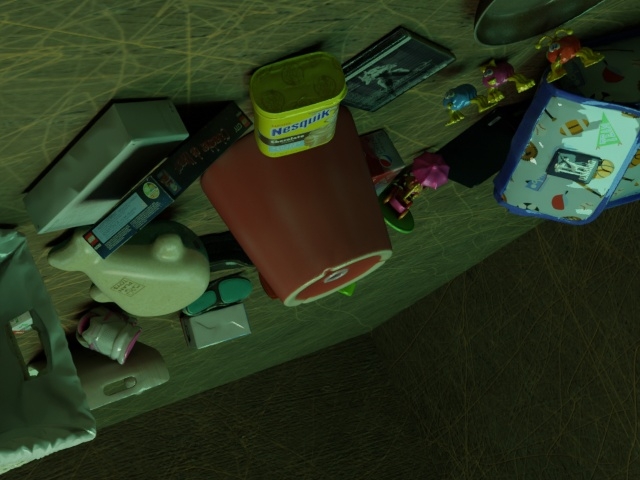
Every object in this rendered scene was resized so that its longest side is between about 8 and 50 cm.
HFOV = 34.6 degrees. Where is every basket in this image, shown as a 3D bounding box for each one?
[{"bbox_3d":[-0.527,0.174,1.336,0.266,0.328,0.331,-27,169,17],"label":"basket"}]

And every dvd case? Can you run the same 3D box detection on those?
[{"bbox_3d":[0.099,-0.252,1.551,0.164,0.018,0.221,-30,168,23],"label":"dvd case"}]

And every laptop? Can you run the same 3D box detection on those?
[{"bbox_3d":[0.381,-0.232,2.235,0.234,0.136,0.264,-36,-170,41],"label":"laptop"}]

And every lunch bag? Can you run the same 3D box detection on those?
[{"bbox_3d":[0.540,-0.214,1.994,0.385,0.239,0.328,-13,144,-26],"label":"lunch bag"}]

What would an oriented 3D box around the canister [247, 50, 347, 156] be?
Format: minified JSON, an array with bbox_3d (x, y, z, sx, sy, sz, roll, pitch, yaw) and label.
[{"bbox_3d":[-0.033,-0.182,1.416,0.126,0.073,0.170,-17,166,-7],"label":"canister"}]

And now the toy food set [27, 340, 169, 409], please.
[{"bbox_3d":[-0.489,0.294,2.242,0.219,0.093,0.306,-18,-166,-30],"label":"toy food set"}]

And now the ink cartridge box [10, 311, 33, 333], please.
[{"bbox_3d":[-0.554,0.151,1.886,0.115,0.029,0.063,-28,168,9],"label":"ink cartridge box"}]

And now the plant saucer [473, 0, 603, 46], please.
[{"bbox_3d":[0.347,-0.379,1.454,0.310,0.050,0.310,-25,167,-6],"label":"plant saucer"}]

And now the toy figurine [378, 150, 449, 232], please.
[{"bbox_3d":[0.205,-0.121,2.154,0.159,0.130,0.173,-43,-177,28],"label":"toy figurine"}]

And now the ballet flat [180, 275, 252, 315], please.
[{"bbox_3d":[-0.246,0.123,2.358,0.188,0.070,0.070,-14,164,-37],"label":"ballet flat"}]

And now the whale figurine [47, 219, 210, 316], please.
[{"bbox_3d":[-0.309,0.022,1.684,0.272,0.141,0.216,22,136,-40],"label":"whale figurine"}]

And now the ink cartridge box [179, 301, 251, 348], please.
[{"bbox_3d":[-0.257,0.202,2.460,0.134,0.078,0.231,-16,180,-15],"label":"ink cartridge box"}]

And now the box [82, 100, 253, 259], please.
[{"bbox_3d":[-0.198,-0.083,1.363,0.159,0.044,0.233,-36,-169,36],"label":"box"}]

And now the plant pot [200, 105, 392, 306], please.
[{"bbox_3d":[-0.022,-0.044,1.648,0.274,0.243,0.275,-24,167,-6],"label":"plant pot"}]

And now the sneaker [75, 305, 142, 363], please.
[{"bbox_3d":[-0.443,0.181,2.110,0.103,0.111,0.252,-63,-165,-12],"label":"sneaker"}]

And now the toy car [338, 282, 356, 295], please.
[{"bbox_3d":[0.000,0.000,1.874,0.148,0.155,0.188,24,175,-24],"label":"toy car"}]

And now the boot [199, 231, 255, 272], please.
[{"bbox_3d":[-0.210,0.037,2.043,0.197,0.077,0.137,5,154,-43],"label":"boot"}]

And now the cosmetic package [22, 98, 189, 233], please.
[{"bbox_3d":[-0.282,-0.095,1.330,0.239,0.060,0.099,-35,169,38],"label":"cosmetic package"}]

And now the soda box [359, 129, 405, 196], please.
[{"bbox_3d":[0.057,-0.106,1.927,0.092,0.084,0.263,-21,166,-26],"label":"soda box"}]

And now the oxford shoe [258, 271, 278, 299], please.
[{"bbox_3d":[-0.064,0.057,2.352,0.098,0.097,0.271,-26,169,-31],"label":"oxford shoe"}]

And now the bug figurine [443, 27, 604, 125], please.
[{"bbox_3d":[0.330,-0.280,1.693,0.279,0.072,0.216,-22,-175,31],"label":"bug figurine"}]
